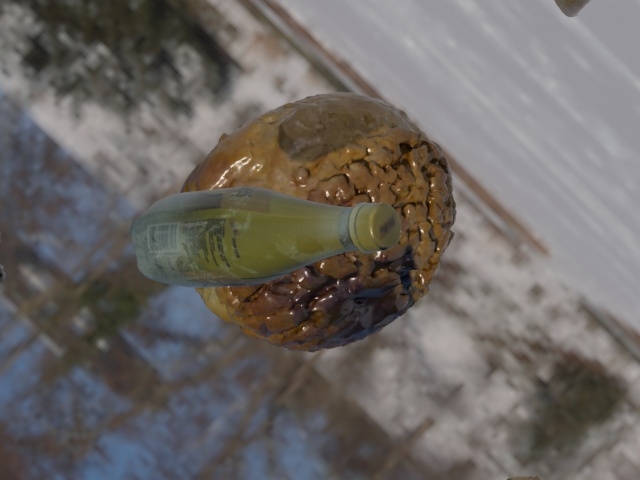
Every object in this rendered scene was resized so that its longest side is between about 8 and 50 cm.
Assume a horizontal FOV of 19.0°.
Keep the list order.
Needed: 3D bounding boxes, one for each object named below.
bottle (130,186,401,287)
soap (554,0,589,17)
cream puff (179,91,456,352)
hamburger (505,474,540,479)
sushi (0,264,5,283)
[{"bbox_3d":[-0.044,-0.005,1.564,0.269,0.083,0.083,-3,147,42],"label":"bottle"},{"bbox_3d":[0.214,-0.271,1.578,0.140,0.073,0.232,61,179,1],"label":"soap"},{"bbox_3d":[0.000,0.000,2.089,0.327,0.343,0.231,-3,-128,-46],"label":"cream puff"},{"bbox_3d":[0.191,0.434,2.067,0.162,0.209,0.330,83,168,-71],"label":"hamburger"},{"bbox_3d":[-0.525,-0.003,2.142,0.352,0.294,0.178,4,134,23],"label":"sushi"}]
